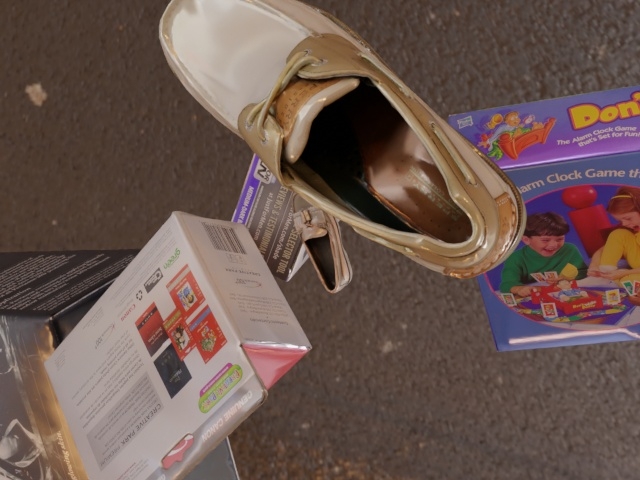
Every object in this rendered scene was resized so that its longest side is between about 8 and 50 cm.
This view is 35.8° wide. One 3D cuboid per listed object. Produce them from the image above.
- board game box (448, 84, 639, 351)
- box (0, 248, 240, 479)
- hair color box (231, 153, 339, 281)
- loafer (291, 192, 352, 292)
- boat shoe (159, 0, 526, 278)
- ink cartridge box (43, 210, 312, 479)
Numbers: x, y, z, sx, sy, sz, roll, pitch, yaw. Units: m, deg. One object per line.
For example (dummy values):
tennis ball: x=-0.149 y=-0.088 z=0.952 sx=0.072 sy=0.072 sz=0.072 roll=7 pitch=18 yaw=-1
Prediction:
board game box: x=0.299 y=-0.020 z=0.826 sx=0.347 sy=0.078 sz=0.233 roll=-7 pitch=135 yaw=17
box: x=-0.444 y=0.279 z=1.674 sx=0.471 sy=0.297 sz=0.480 roll=-1 pitch=110 yaw=35
hair color box: x=-0.013 y=-0.095 z=1.418 sx=0.110 sy=0.339 sz=0.185 roll=23 pitch=113 yaw=6
loafer: x=0.000 y=0.000 z=1.118 sx=0.045 sy=0.039 sz=0.125 roll=-19 pitch=102 yaw=24
boat shoe: x=0.004 y=-0.087 z=0.664 sx=0.302 sy=0.103 sz=0.113 roll=35 pitch=100 yaw=15
ink cartridge box: x=-0.173 y=0.170 z=1.228 sx=0.309 sy=0.272 sz=0.130 roll=-45 pitch=147 yaw=25
